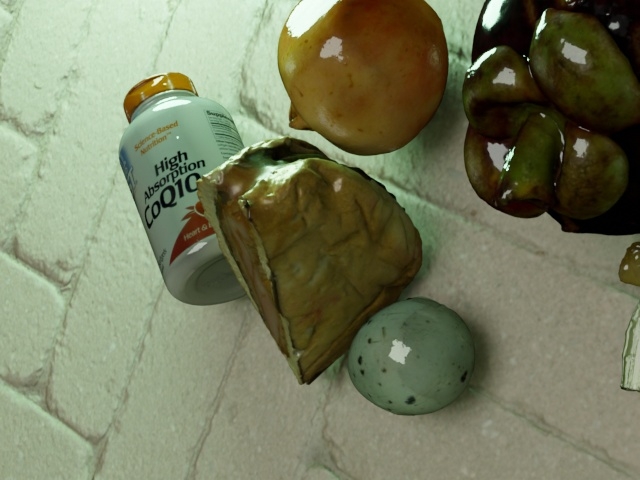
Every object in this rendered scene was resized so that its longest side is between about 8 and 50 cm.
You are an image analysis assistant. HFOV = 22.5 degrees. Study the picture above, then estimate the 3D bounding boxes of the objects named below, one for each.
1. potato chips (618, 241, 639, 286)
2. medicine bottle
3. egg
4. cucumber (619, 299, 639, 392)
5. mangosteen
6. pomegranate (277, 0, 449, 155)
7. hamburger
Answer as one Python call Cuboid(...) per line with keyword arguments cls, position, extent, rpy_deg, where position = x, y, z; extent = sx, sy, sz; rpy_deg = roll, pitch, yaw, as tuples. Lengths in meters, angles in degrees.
Cuboid(cls="potato chips", position=(0.469, 0.047, 1.496), extent=(0.407, 0.080, 0.057), rpy_deg=(13, 108, 41))
Cuboid(cls="medicine bottle", position=(-0.161, -0.073, 2.026), extent=(0.157, 0.157, 0.289), rpy_deg=(-41, 58, 29))
Cuboid(cls="egg", position=(0.095, 0.128, 1.781), extent=(0.164, 0.131, 0.131), rpy_deg=(-6, 78, 48))
Cuboid(cls="cucumber", position=(0.343, 0.105, 1.625), extent=(0.067, 0.035, 0.107), rpy_deg=(8, 87, 24))
Cuboid(cls="mangosteen", position=(0.267, -0.140, 1.532), extent=(0.307, 0.347, 0.307), rpy_deg=(25, 130, 33))
Cuboid(cls="pomegranate", position=(0.049, -0.200, 1.831), extent=(0.209, 0.209, 0.209), rpy_deg=(-9, 77, 41))
Cuboid(cls="hamburger", position=(0.003, 0.000, 1.831), extent=(0.209, 0.330, 0.162), rpy_deg=(-30, 44, -13))
